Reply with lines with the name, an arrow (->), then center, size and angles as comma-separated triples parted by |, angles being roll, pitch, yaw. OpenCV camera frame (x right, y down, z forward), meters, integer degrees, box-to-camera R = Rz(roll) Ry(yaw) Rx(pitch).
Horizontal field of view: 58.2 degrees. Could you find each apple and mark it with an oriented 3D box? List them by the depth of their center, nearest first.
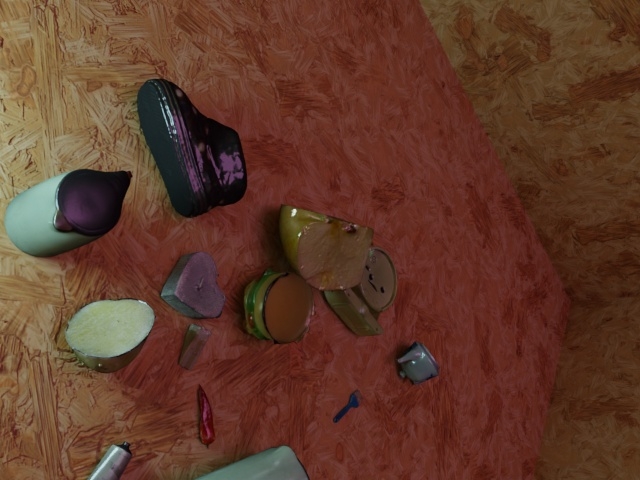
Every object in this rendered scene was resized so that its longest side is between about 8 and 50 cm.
apple -> 0.000, 0.000, 1.847 | 0.309, 0.252, 0.313 | 7, 55, -35

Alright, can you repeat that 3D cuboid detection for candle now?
candle -> -0.349, 0.131, 1.568 | 0.169, 0.068, 0.192 | -13, 89, -52

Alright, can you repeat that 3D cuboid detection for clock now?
clock -> 0.169, 0.147, 2.101 | 0.286, 0.117, 0.348 | 51, 48, -28

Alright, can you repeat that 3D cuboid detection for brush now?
brush -> 0.095, 0.581, 1.999 | 0.164, 0.014, 0.051 | -31, 103, -46

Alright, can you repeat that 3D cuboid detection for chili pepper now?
chili pepper -> -0.311, 0.477, 1.562 | 0.045, 0.027, 0.178 | -1, 80, -47

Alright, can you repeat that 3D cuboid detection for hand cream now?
hand cream -> -0.499, 0.552, 1.324 | 0.087, 0.054, 0.186 | 44, 58, -27

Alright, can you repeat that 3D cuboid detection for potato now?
potato -> -0.489, 0.236, 1.352 | 0.202, 0.182, 0.117 | -68, 169, -55

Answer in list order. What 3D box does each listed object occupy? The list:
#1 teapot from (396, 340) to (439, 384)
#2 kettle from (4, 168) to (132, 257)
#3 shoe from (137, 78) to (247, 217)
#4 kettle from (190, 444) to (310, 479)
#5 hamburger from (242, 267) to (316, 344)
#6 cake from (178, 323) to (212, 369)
teapot -> 0.373, 0.491, 2.248 | 0.232, 0.159, 0.158 | 56, 44, -44
kettle -> -0.540, -0.078, 1.265 | 0.165, 0.255, 0.240 | 57, 45, -19
shoe -> -0.338, -0.270, 1.590 | 0.237, 0.171, 0.383 | -28, 104, -40
kettle -> -0.222, 0.745, 1.471 | 0.377, 0.250, 0.360 | -6, 106, -51
hamburger -> -0.137, 0.195, 1.730 | 0.237, 0.149, 0.236 | -1, 91, -45
cake -> -0.342, 0.288, 1.552 | 0.052, 0.065, 0.121 | 31, 66, -37
